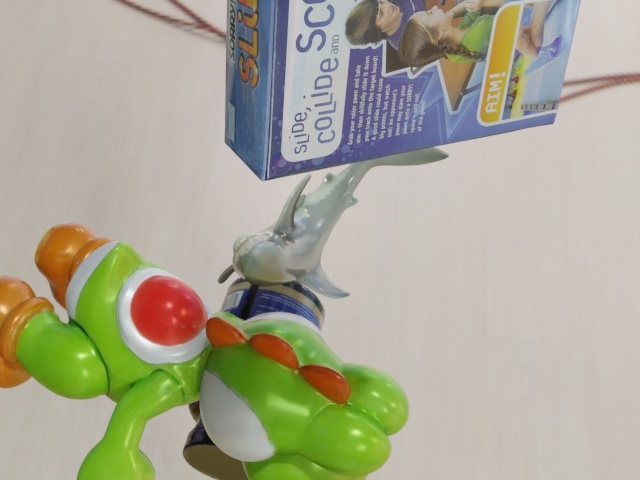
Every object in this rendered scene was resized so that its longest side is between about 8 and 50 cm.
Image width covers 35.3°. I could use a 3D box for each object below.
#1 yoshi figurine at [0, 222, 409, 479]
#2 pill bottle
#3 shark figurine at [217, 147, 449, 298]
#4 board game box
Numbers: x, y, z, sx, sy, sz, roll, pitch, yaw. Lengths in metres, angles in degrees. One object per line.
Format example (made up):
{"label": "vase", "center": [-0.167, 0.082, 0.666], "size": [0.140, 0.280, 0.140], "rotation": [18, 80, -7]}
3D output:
{"label": "yoshi figurine", "center": [-0.099, 0.123, 0.830], "size": [0.362, 0.203, 0.203], "rotation": [19, 91, 24]}
{"label": "pill bottle", "center": [-0.077, 0.154, 1.133], "size": [0.123, 0.122, 0.219], "rotation": [16, 55, 3]}
{"label": "shark figurine", "center": [0.007, -0.004, 1.016], "size": [0.116, 0.166, 0.278], "rotation": [44, 51, 4]}
{"label": "board game box", "center": [0.037, -0.126, 0.340], "size": [0.136, 0.201, 0.035], "rotation": [-13, 36, -27]}
